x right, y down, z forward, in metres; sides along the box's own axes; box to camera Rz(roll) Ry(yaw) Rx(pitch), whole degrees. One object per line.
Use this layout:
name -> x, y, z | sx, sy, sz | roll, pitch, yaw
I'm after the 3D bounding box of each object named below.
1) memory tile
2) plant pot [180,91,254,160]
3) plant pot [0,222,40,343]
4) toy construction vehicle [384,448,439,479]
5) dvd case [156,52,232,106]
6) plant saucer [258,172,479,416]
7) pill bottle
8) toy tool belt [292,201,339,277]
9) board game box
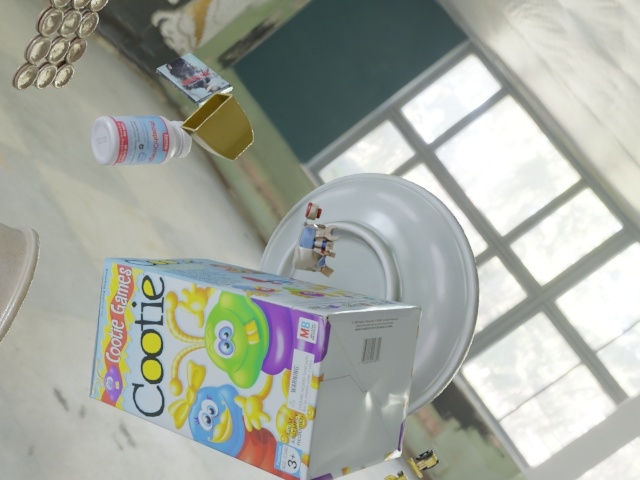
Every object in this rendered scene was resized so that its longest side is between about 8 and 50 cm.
memory tile -> -0.306, -0.243, 0.975 | 0.012, 0.148, 0.113 | 35, 21, 8
plant pot -> -0.151, -0.171, 1.277 | 0.083, 0.081, 0.081 | 48, -10, -26
plant pot -> -0.599, 0.046, 1.078 | 0.305, 0.334, 0.333 | 38, 13, -32
toy construction vehicle -> 0.157, 0.396, 1.329 | 0.085, 0.098, 0.035 | 61, 10, -2
dvd case -> -0.239, -0.306, 1.566 | 0.119, 0.087, 0.013 | 41, -37, 18
plant saucer -> 0.039, 0.084, 1.262 | 0.101, 0.400, 0.400 | 15, 36, -56
pill bottle -> -0.311, -0.175, 1.445 | 0.160, 0.087, 0.087 | -8, 53, -40
toy tool belt -> 0.000, 0.000, 0.973 | 0.051, 0.083, 0.052 | 14, 13, -6
board game box -> -0.068, 0.106, 0.767 | 0.275, 0.142, 0.144 | 11, 5, 38
